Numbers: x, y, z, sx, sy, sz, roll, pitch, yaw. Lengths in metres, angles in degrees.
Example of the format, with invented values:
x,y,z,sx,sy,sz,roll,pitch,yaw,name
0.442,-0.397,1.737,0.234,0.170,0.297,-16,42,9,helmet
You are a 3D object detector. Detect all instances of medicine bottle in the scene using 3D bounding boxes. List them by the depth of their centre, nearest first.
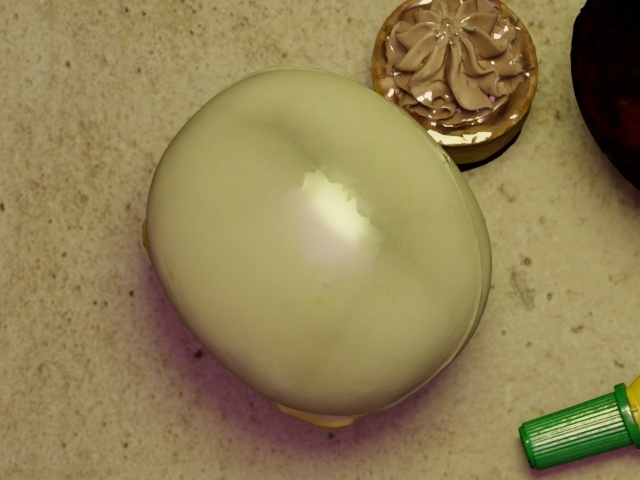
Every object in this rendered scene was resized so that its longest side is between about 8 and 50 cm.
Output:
x,y,z,sx,sy,sz,roll,pitch,yaw,name
0.366,0.179,1.329,0.309,0.076,0.111,-17,69,3,medicine bottle

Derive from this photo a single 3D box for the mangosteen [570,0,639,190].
x,y,z,sx,sy,sz,roll,pitch,yaw,name
0.441,-0.218,1.246,0.381,0.381,0.421,1,68,7,mangosteen

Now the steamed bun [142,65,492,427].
x,y,z,sx,sy,sz,roll,pitch,yaw,name
-0.003,0.001,1.282,0.334,0.334,0.374,-42,77,-1,steamed bun

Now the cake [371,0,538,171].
x,y,z,sx,sy,sz,roll,pitch,yaw,name
0.149,-0.185,1.365,0.185,0.178,0.207,2,84,6,cake
